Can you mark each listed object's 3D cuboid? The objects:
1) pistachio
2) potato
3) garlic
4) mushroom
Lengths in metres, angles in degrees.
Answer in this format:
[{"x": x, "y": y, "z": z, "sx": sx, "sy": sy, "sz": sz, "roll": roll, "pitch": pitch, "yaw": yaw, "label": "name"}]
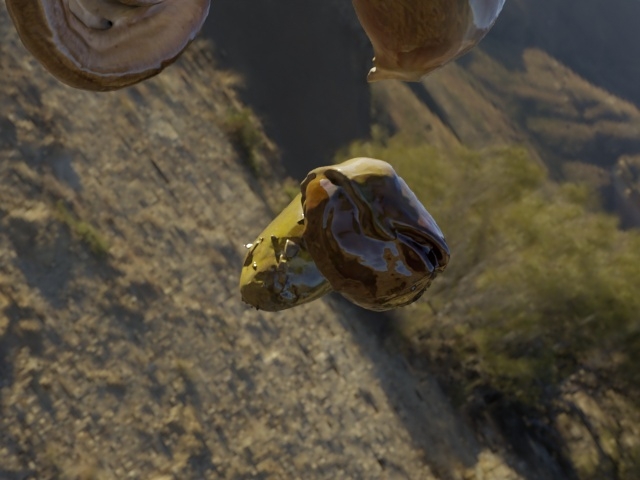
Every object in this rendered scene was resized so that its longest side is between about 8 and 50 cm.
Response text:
[{"x": 0.051, "y": 0.005, "z": 1.077, "sx": 0.165, "sy": 0.131, "sz": 0.210, "roll": 21, "pitch": -21, "yaw": 33, "label": "pistachio"}, {"x": 0.000, "y": 0.000, "z": 1.526, "sx": 0.141, "sy": 0.191, "sz": 0.296, "roll": 52, "pitch": 50, "yaw": 0, "label": "potato"}, {"x": 0.083, "y": -0.273, "z": 0.957, "sx": 0.128, "sy": 0.148, "sz": 0.267, "roll": -130, "pitch": -164, "yaw": -68, "label": "garlic"}, {"x": -0.224, "y": -0.291, "z": 1.122, "sx": 0.146, "sy": 0.278, "sz": 0.278, "roll": 17, "pitch": -15, "yaw": 40, "label": "mushroom"}]
